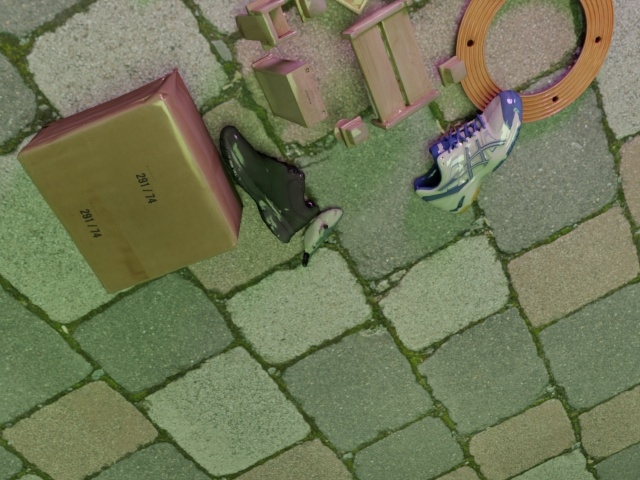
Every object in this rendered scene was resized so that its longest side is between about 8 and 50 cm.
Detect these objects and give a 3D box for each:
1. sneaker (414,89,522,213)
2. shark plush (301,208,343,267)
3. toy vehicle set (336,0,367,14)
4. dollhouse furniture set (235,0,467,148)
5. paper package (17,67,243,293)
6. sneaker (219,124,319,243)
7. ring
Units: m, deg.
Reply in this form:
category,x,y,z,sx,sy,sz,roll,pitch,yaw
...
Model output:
category,x,y,z,sx,sy,sz,roll,pitch,yaw
sneaker,0.303,-0.186,1.191,0.130,0.112,0.296,18,122,-13
shark plush,0.000,0.000,1.285,0.067,0.073,0.161,-4,119,-43
toy vehicle set,-0.001,-0.543,0.998,0.266,0.035,0.166,24,111,-21
dollhouse furniture set,0.060,-0.372,1.078,0.355,0.174,0.303,-33,122,-13
paper package,-0.343,-0.106,1.086,0.309,0.168,0.325,-19,120,8
sneaker,-0.105,-0.131,1.178,0.130,0.109,0.286,-35,126,-2
ring,0.433,-0.407,1.156,0.336,0.032,0.337,-4,119,-7
